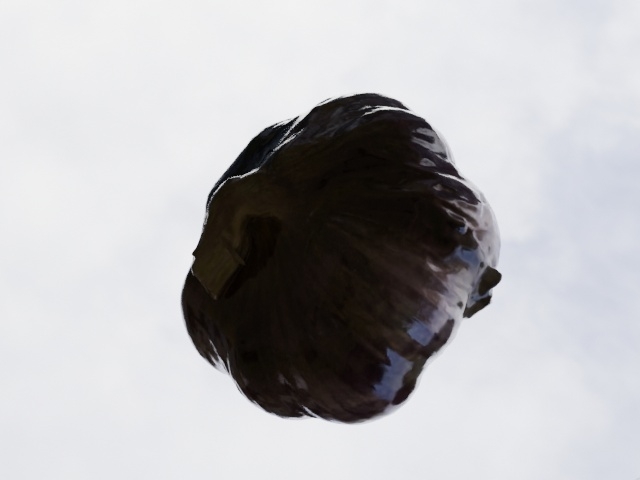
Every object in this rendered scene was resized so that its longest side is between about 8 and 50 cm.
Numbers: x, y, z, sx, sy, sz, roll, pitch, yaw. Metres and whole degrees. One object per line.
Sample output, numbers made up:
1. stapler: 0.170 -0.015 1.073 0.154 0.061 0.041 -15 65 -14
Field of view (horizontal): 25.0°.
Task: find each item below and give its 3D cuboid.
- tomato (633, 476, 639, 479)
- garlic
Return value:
1. tomato: 0.358 0.322 1.147 0.293 0.325 0.289 -12 -126 19
2. garlic: 0.000 0.000 0.982 0.245 0.160 0.245 -26 -135 29
